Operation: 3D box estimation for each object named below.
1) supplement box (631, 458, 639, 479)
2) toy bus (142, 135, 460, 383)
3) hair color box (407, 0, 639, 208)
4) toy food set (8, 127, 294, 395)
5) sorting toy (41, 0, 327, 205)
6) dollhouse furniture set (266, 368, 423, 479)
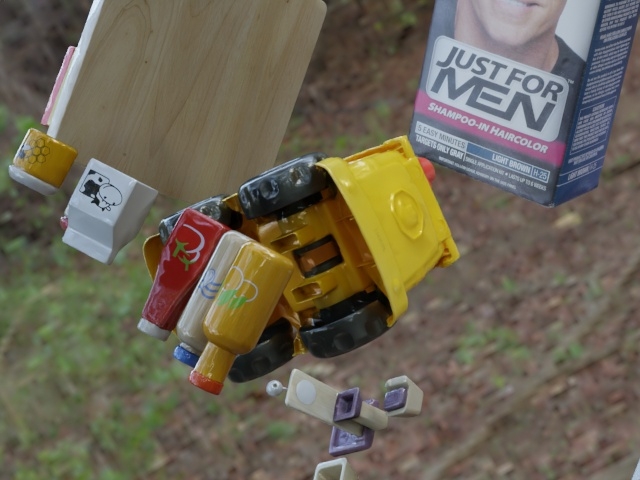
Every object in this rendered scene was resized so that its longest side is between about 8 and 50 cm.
[{"bbox_3d":[0.259,0.126,0.938,0.220,0.111,0.114,-177,108,-79],"label":"supplement box"},{"bbox_3d":[0.000,0.000,1.448,0.220,0.149,0.211,-21,8,38],"label":"toy bus"},{"bbox_3d":[0.204,-0.224,1.690,0.174,0.347,0.105,23,25,28],"label":"hair color box"},{"bbox_3d":[-0.128,0.017,1.267,0.104,0.232,0.111,-63,-20,-1],"label":"toy food set"},{"bbox_3d":[-0.154,-0.180,1.914,0.089,0.255,0.257,17,88,56],"label":"sorting toy"},{"bbox_3d":[0.003,0.140,1.170,0.091,0.081,0.114,-21,49,48],"label":"dollhouse furniture set"}]
